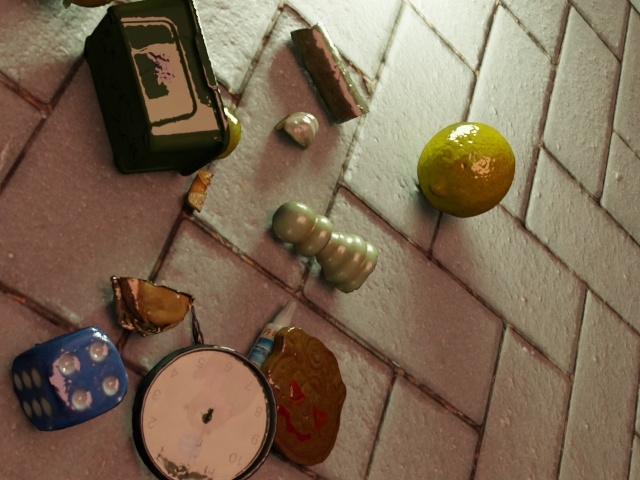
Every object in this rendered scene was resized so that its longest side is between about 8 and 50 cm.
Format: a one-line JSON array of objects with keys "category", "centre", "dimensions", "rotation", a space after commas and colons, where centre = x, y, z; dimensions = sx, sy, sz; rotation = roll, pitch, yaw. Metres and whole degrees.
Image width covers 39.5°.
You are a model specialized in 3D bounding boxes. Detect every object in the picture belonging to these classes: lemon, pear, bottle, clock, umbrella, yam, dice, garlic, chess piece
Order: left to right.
[{"category": "dice", "centre": [-0.423, 0.231, 1.500], "dimensions": [0.146, 0.143, 0.147], "rotation": [-21, 91, -44]}, {"category": "clock", "centre": [-0.212, 0.333, 1.662], "dimensions": [0.280, 0.055, 0.281], "rotation": [4, 81, -23]}, {"category": "umbrella", "centre": [-0.221, 0.258, 1.750], "dimensions": [0.044, 0.044, 0.269], "rotation": [20, 60, -71]}, {"category": "pear", "centre": [-0.219, -0.226, 1.864], "dimensions": [0.107, 0.107, 0.131], "rotation": [47, 58, -21]}, {"category": "bottle", "centre": [-0.105, 0.212, 1.859], "dimensions": [0.060, 0.060, 0.217], "rotation": [46, 49, -22]}, {"category": "garlic", "centre": [-0.043, -0.258, 2.058], "dimensions": [0.094, 0.074, 0.113], "rotation": [48, 34, -8]}, {"category": "chess piece", "centre": [0.000, 0.000, 1.984], "dimensions": [0.243, 0.133, 0.133], "rotation": [37, 54, -22]}, {"category": "yam", "centre": [0.021, -0.405, 2.151], "dimensions": [0.093, 0.093, 0.259], "rotation": [-36, 101, -43]}, {"category": "lemon", "centre": [0.377, -0.183, 2.306], "dimensions": [0.267, 0.267, 0.268], "rotation": [15, 67, -39]}]

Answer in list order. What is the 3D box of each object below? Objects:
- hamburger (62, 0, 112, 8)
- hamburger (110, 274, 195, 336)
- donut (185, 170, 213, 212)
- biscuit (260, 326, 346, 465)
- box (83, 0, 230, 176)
[{"category": "hamburger", "centre": [-0.424, -0.566, 1.676], "dimensions": [0.212, 0.274, 0.275], "rotation": [38, 54, -24]}, {"category": "hamburger", "centre": [-0.327, 0.132, 1.669], "dimensions": [0.176, 0.087, 0.102], "rotation": [23, 73, -43]}, {"category": "donut", "centre": [-0.249, -0.104, 1.827], "dimensions": [0.037, 0.067, 0.083], "rotation": [24, 94, -16]}, {"category": "biscuit", "centre": [-0.034, 0.328, 1.853], "dimensions": [0.273, 0.049, 0.257], "rotation": [52, 48, -38]}, {"category": "box", "centre": [-0.322, -0.293, 1.706], "dimensions": [0.177, 0.252, 0.329], "rotation": [-12, 84, -31]}]
